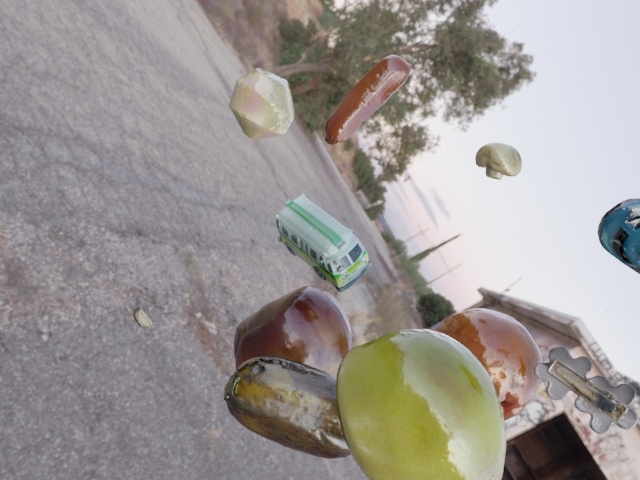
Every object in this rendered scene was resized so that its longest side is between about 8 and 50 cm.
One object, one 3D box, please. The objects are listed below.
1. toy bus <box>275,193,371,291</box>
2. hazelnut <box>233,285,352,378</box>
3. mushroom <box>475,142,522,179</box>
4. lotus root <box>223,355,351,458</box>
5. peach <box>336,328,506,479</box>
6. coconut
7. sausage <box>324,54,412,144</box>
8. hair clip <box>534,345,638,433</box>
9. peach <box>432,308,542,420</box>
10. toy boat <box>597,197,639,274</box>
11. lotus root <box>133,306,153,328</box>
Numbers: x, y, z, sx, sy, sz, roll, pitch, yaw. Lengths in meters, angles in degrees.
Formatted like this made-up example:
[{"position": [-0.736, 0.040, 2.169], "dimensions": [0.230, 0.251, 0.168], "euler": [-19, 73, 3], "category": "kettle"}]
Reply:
[{"position": [0.000, 0.000, 1.489], "dimensions": [0.276, 0.134, 0.164], "euler": [37, -21, 31], "category": "toy bus"}, {"position": [-0.092, 0.337, 1.685], "dimensions": [0.359, 0.409, 0.359], "euler": [28, 38, -25], "category": "hazelnut"}, {"position": [0.553, -0.247, 1.644], "dimensions": [0.148, 0.148, 0.112], "euler": [-93, -163, -82], "category": "mushroom"}, {"position": [-0.040, 0.404, 1.279], "dimensions": [0.398, 0.195, 0.179], "euler": [20, 1, 4], "category": "lotus root"}, {"position": [0.185, 0.314, 0.974], "dimensions": [0.281, 0.314, 0.315], "euler": [107, -23, -49], "category": "peach"}, {"position": [-0.212, -0.488, 1.944], "dimensions": [0.259, 0.259, 0.259], "euler": [61, 4, -6], "category": "coconut"}, {"position": [0.134, -0.433, 1.621], "dimensions": [0.094, 0.348, 0.097], "euler": [44, 4, -40], "category": "sausage"}, {"position": [0.669, 0.378, 1.343], "dimensions": [0.075, 0.146, 0.257], "euler": [21, 12, -39], "category": "hair clip"}, {"position": [0.487, 0.380, 1.590], "dimensions": [0.342, 0.343, 0.301], "euler": [59, 19, -26], "category": "peach"}, {"position": [0.682, 0.032, 1.036], "dimensions": [0.299, 0.134, 0.092], "euler": [28, 31, -17], "category": "toy boat"}, {"position": [-0.556, 0.242, 1.644], "dimensions": [0.030, 0.037, 0.083], "euler": [13, -39, 37], "category": "lotus root"}]
